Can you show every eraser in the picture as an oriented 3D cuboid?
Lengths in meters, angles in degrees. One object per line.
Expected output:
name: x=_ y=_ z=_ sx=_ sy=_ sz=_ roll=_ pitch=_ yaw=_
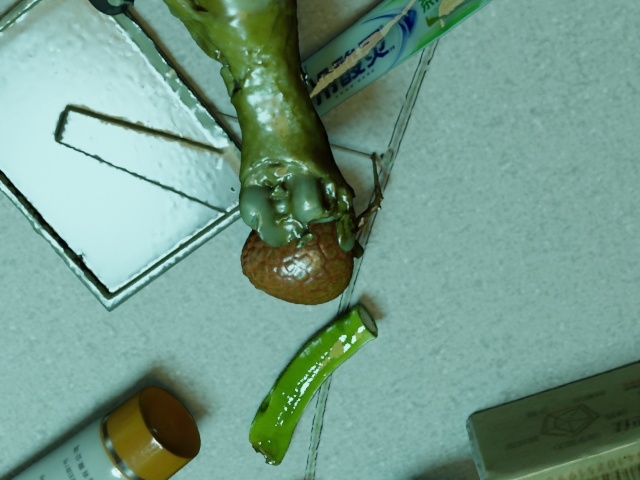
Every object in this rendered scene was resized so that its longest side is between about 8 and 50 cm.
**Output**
eraser: x=0.320 y=0.182 z=1.177 sx=0.343 sy=0.144 sz=0.078 roll=-18 pitch=110 yaw=6

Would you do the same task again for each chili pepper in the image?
chili pepper: x=-0.016 y=0.144 z=1.202 sx=0.052 sy=0.050 sz=0.201 roll=44 pitch=110 yaw=20

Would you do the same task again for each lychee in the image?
lychee: x=-0.005 y=0.002 z=1.111 sx=0.140 sy=0.101 sz=0.114 roll=-15 pitch=103 yaw=10

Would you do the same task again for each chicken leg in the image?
chicken leg: x=-0.067 y=-0.183 z=0.980 sx=0.153 sy=0.201 sz=0.429 roll=-3 pitch=110 yaw=43

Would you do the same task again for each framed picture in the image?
framed picture: x=-0.205 y=-0.090 z=1.111 sx=0.209 sy=0.019 sz=0.281 roll=-34 pitch=110 yaw=11

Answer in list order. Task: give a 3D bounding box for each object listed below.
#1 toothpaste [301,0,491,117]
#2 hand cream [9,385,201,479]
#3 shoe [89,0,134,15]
toothpaste: x=0.065 y=-0.185 z=1.071 sx=0.297 sy=0.048 sz=0.074 roll=-35 pitch=111 yaw=8
hand cream: x=-0.255 y=0.271 z=1.222 sx=0.314 sy=0.089 sz=0.139 roll=-36 pitch=108 yaw=16
shoe: x=-0.232 y=-0.286 z=0.995 sx=0.112 sy=0.099 sz=0.227 roll=-17 pitch=108 yaw=12
